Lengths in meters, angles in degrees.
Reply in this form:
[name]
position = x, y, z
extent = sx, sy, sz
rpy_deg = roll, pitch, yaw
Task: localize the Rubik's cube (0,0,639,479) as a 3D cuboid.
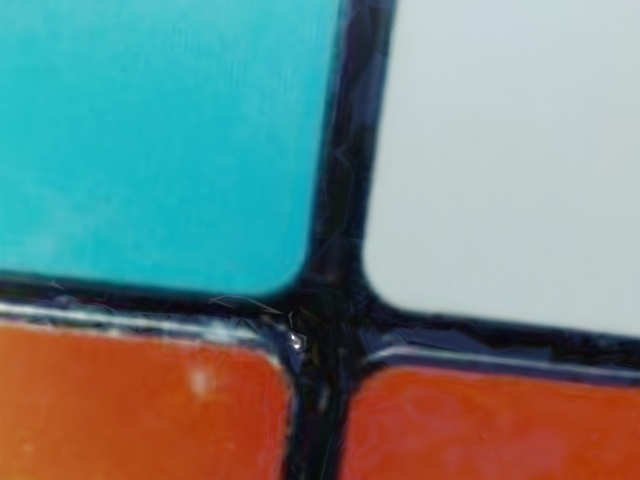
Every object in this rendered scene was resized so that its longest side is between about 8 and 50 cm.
[Rubik's cube]
position = 0.000, 0.000, 0.393
extent = 0.167, 0.183, 0.180
rpy_deg = -104, -162, -75
